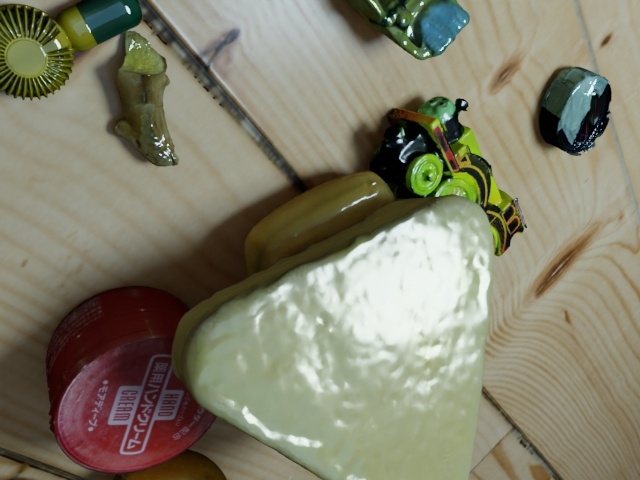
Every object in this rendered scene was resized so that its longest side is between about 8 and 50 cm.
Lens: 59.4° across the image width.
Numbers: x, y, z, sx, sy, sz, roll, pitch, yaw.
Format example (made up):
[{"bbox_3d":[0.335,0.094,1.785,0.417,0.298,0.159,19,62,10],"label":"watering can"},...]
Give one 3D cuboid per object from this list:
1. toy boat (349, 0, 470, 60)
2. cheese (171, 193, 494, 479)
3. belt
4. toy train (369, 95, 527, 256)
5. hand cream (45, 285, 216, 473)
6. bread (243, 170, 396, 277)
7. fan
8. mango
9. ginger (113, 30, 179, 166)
[{"bbox_3d":[0.055,-0.318,0.595,0.111,0.084,0.276,-46,126,3],"label":"toy boat"},{"bbox_3d":[0.062,0.162,0.640,0.383,0.104,0.384,-1,93,-24],"label":"cheese"},{"bbox_3d":[0.396,-0.202,0.878,0.105,0.058,0.140,-22,129,-13],"label":"belt"},{"bbox_3d":[0.183,-0.071,0.796,0.160,0.100,0.296,-46,128,-11],"label":"toy train"},{"bbox_3d":[-0.218,0.160,0.662,0.193,0.125,0.193,-15,123,-24],"label":"hand cream"},{"bbox_3d":[0.000,0.000,0.721,0.217,0.098,0.147,-26,120,-19],"label":"bread"},{"bbox_3d":[-0.236,-0.188,0.514,0.155,0.039,0.082,-33,128,-12],"label":"fan"},{"bbox_3d":[-0.191,0.380,0.807,0.138,0.113,0.253,-39,131,-6],"label":"mango"},{"bbox_3d":[-0.180,-0.139,0.574,0.057,0.044,0.137,-27,130,-39],"label":"ginger"}]
